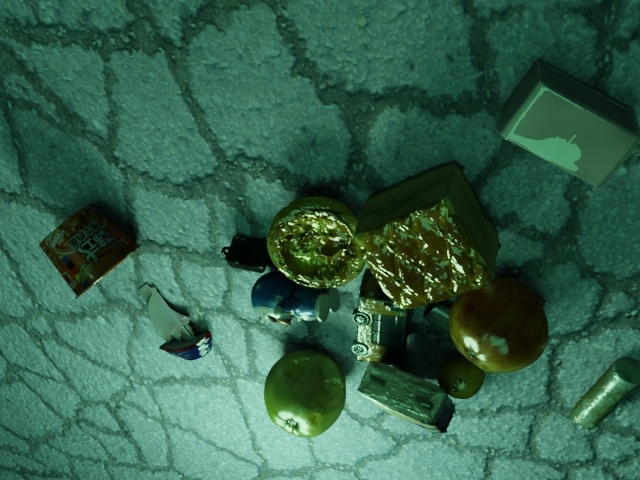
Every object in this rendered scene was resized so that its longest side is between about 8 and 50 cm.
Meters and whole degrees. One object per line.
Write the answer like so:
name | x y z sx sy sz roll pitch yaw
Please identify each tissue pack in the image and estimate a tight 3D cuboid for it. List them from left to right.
tissue pack | 0.261 0.465 1.896 0.242 0.125 0.344 21 168 22
tissue pack | 0.526 -0.249 1.362 0.246 0.159 0.136 28 129 -3

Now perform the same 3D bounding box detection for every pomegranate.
pomegranate | 0.480 0.214 1.697 0.252 0.270 0.229 50 160 17

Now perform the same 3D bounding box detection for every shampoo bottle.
shampoo bottle | 0.410 0.251 1.856 0.233 0.049 0.087 31 132 -7

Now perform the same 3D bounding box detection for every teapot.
teapot | -0.205 0.053 1.892 0.177 0.087 0.096 11 152 10

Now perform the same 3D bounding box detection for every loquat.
loquat | 0.419 0.404 1.920 0.141 0.141 0.141 9 129 12

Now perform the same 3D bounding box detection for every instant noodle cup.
instant noodle cup | -0.697 0.022 1.937 0.250 0.250 0.192 -32 102 35

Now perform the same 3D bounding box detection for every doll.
doll | -0.076 0.178 1.876 0.257 0.215 0.161 9 99 29

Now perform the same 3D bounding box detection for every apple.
apple | -0.054 0.489 2.075 0.279 0.279 0.279 9 129 12

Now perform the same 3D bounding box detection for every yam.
yam | 0.815 0.443 1.846 0.093 0.093 0.259 21 131 2

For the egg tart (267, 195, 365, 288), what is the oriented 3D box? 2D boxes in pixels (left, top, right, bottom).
egg tart | 0.000 0.000 1.747 0.290 0.115 0.290 5 123 8

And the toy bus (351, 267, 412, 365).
toy bus | 0.180 0.223 1.856 0.167 0.138 0.275 7 130 11

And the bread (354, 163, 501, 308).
bread | 0.263 -0.004 1.605 0.279 0.207 0.279 -19 120 30

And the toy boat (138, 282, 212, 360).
toy boat | -0.513 0.296 2.189 0.318 0.072 0.219 38 126 -8
